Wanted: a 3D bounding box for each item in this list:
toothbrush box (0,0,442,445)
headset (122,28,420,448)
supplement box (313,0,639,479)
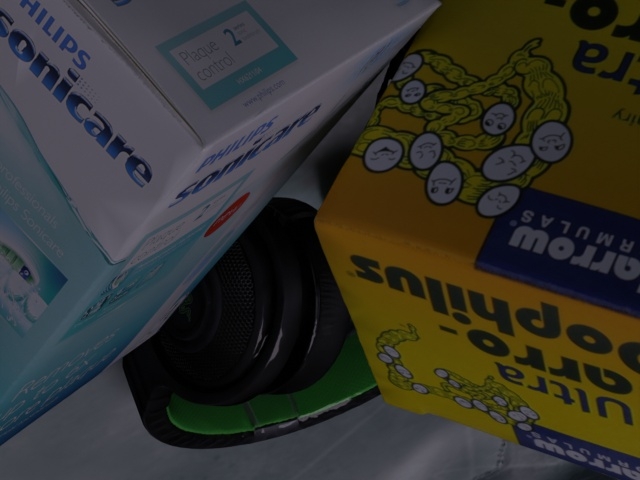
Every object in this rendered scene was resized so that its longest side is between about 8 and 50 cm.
[{"bbox_3d":[-0.109,-0.035,0.877,0.295,0.126,0.216,-48,173,37],"label":"toothbrush box"},{"bbox_3d":[0.000,0.000,1.141,0.243,0.185,0.394,-12,155,-25],"label":"headset"},{"bbox_3d":[0.174,-0.073,0.949,0.356,0.194,0.195,-61,153,-24],"label":"supplement box"}]
